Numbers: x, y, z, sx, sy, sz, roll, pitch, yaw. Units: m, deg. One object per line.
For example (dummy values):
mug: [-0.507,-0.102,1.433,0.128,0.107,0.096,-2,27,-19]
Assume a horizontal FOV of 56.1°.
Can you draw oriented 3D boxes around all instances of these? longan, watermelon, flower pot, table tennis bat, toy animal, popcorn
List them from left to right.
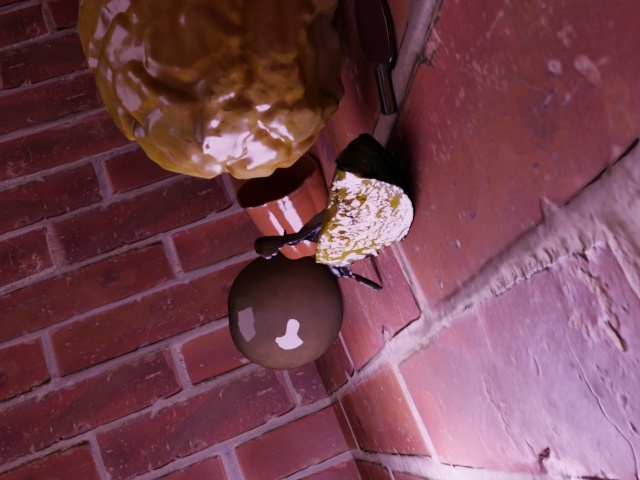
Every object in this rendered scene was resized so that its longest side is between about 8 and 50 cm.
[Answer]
popcorn: [-0.152,-0.275,0.843,0.344,0.390,0.354,122,161,-58]
longan: [-0.089,0.172,1.520,0.319,0.319,0.319,160,90,-80]
flower pot: [-0.057,-0.064,1.280,0.173,0.190,0.190,60,175,-29]
toy animal: [0.006,-0.014,1.084,0.272,0.160,0.197,32,-175,-33]
watermelon: [0.052,-0.047,0.822,0.123,0.129,0.301,63,163,20]
table tennis bat: [0.069,-0.228,0.718,0.095,0.014,0.158,-136,30,-64]
